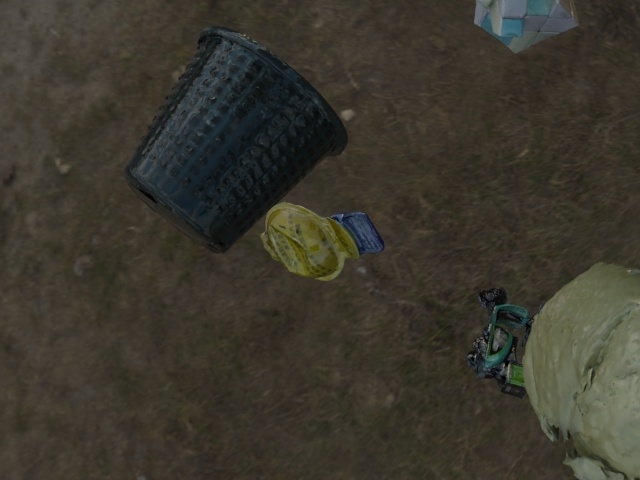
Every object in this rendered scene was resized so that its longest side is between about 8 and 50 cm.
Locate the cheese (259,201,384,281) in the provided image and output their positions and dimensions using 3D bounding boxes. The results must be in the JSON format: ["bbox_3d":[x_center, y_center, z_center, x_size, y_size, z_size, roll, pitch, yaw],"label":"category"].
[{"bbox_3d":[0.000,0.000,1.636,0.250,0.064,0.157,-6,122,47],"label":"cheese"}]

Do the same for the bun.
[{"bbox_3d":[0.264,0.146,0.828,0.259,0.259,0.152,43,90,15],"label":"bun"}]

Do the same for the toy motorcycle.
[{"bbox_3d":[0.274,0.144,1.551,0.100,0.173,0.058,16,142,1],"label":"toy motorcycle"}]

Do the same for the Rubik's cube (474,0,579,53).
[{"bbox_3d":[0.158,-0.198,0.835,0.084,0.073,0.075,-35,59,17],"label":"Rubik's cube"}]

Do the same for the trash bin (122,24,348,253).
[{"bbox_3d":[-0.089,-0.080,0.954,0.175,0.175,0.161,35,80,18],"label":"trash bin"}]
